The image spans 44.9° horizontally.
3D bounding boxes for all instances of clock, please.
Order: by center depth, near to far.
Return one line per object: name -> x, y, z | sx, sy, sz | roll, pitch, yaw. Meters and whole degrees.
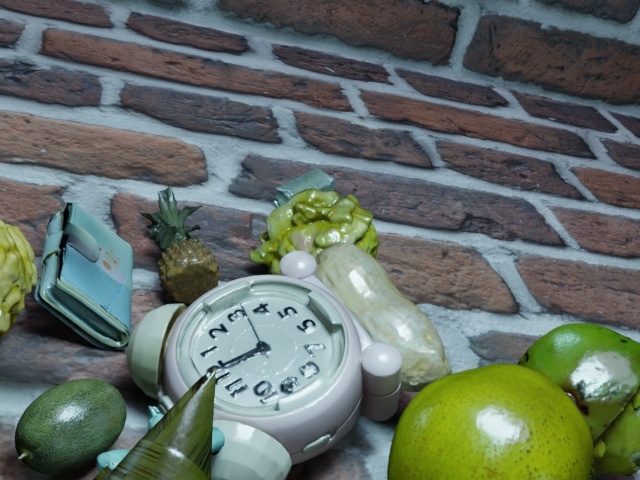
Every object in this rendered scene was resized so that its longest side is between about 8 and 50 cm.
clock -> -0.090, 0.195, 1.145 | 0.325, 0.184, 0.342 | -22, 43, -27

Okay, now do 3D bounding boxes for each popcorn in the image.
popcorn -> -0.522, 0.069, 1.097 | 0.225, 0.265, 0.332 | 11, 48, -21
popcorn -> 0.000, 0.000, 1.538 | 0.259, 0.212, 0.259 | 20, 26, -10

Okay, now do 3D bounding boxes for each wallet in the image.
wallet -> -0.388, 0.054, 1.309 | 0.176, 0.075, 0.250 | 44, 15, -31

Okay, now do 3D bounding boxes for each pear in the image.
pear -> 0.223, 0.311, 1.060 | 0.294, 0.294, 0.294 | 13, 30, -8

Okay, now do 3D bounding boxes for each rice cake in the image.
rice cake -> -0.036, -0.117, 1.851 | 0.069, 0.063, 0.206 | 33, 34, 15

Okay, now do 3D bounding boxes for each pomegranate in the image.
pomegranate -> 0.443, 0.268, 1.287 | 0.260, 0.260, 0.340 | 29, 2, 20

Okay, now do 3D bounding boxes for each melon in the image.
melon -> -0.334, 0.247, 1.030 | 0.114, 0.114, 0.167 | 29, 31, 20

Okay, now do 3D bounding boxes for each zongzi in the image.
zongzi -> -0.142, 0.324, 0.837 | 0.286, 0.300, 0.138 | 39, -1, 32

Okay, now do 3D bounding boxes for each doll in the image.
doll -> -0.207, 0.294, 0.975 | 0.158, 0.159, 0.059 | 18, 2, 22

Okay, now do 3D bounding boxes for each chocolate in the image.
chocolate -> 0.089, 0.127, 1.262 | 0.134, 0.134, 0.309 | -13, 49, -41

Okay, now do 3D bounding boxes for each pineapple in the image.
pineapple -> -0.261, 0.007, 1.476 | 0.130, 0.119, 0.277 | -14, 36, -14
